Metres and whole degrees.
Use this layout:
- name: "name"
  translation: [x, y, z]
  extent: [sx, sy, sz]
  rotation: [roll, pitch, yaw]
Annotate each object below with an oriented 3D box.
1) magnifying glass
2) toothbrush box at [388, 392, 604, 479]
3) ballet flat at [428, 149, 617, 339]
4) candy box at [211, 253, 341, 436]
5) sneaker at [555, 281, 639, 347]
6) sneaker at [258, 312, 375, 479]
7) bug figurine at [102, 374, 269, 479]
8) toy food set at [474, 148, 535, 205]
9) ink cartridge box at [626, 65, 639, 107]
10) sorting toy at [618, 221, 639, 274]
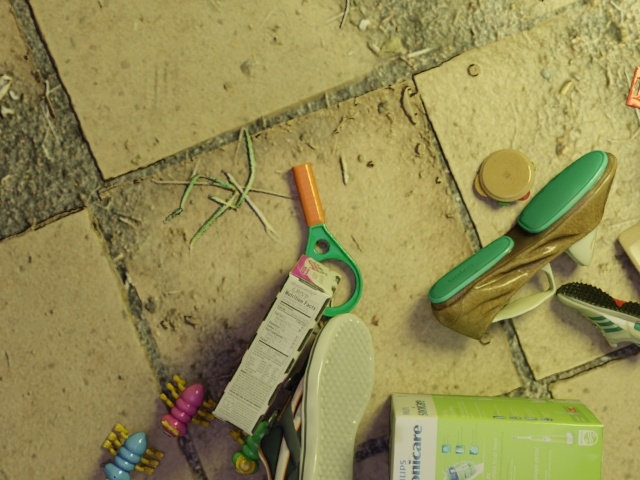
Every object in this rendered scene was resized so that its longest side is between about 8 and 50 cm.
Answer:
- name: "magnifying glass"
  translation: [0.000, 0.000, 1.911]
  extent: [0.092, 0.026, 0.230]
  rotation: [-15, 93, 3]
- name: "toothbrush box"
  translation: [0.239, 0.290, 1.818]
  extent: [0.283, 0.206, 0.122]
  rotation: [3, 93, 1]
- name: "ballet flat"
  translation: [0.313, 0.020, 1.864]
  extent: [0.342, 0.116, 0.124]
  rotation: [-43, 110, 3]
- name: "candy box"
  translation: [-0.060, 0.145, 1.835]
  extent: [0.071, 0.159, 0.233]
  rotation: [30, 100, 1]
- name: "sneaker"
  translation: [0.414, 0.118, 1.880]
  extent: [0.161, 0.057, 0.075]
  rotation: [18, 119, 13]
- name: "sneaker"
  translation: [-0.014, 0.258, 1.856]
  extent: [0.127, 0.126, 0.321]
  rotation: [-12, 57, 42]
- name: "bug figurine"
  translation: [-0.179, 0.327, 1.902]
  extent: [0.279, 0.072, 0.216]
  rotation: [29, 93, 1]
- name: "toy food set"
  translation: [0.273, -0.093, 1.891]
  extent: [0.083, 0.020, 0.083]
  rotation: [25, 86, 15]
- name: "ink cartridge box"
  translation: [0.510, -0.212, 1.879]
  extent: [0.115, 0.029, 0.062]
  rotation: [15, 93, 1]
- name: "sorting toy"
  translation: [0.563, 0.032, 1.865]
  extent: [0.193, 0.038, 0.208]
  rotation: [-31, 73, 3]
